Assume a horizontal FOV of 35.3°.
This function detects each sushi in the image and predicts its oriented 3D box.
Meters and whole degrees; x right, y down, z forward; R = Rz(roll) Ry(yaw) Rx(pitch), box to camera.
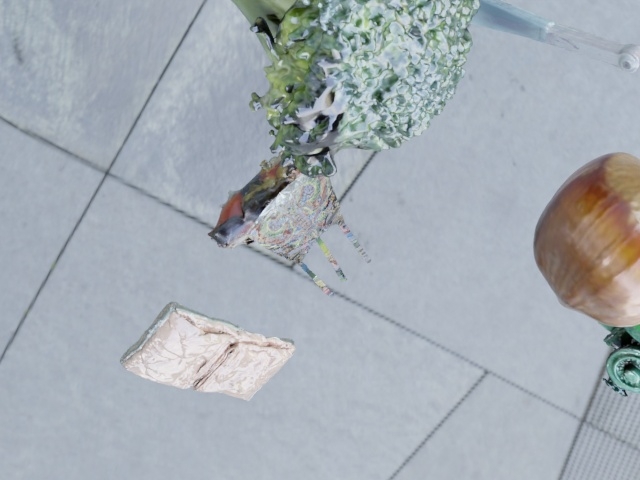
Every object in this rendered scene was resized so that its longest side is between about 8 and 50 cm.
[{"bbox_3d":[-0.077,-0.068,1.580,0.226,0.103,0.097,-38,129,10],"label":"sushi"}]

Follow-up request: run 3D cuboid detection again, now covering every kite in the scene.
[{"bbox_3d":[0.000,0.000,1.550,0.152,0.015,0.285,-45,143,-4],"label":"kite"}]

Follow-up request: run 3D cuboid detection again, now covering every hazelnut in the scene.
[{"bbox_3d":[0.279,0.002,0.941,0.150,0.150,0.150,0,121,1],"label":"hazelnut"}]

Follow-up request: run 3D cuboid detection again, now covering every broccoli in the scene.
[{"bbox_3d":[-0.008,-0.190,0.849,0.263,0.243,0.246,8,116,-55],"label":"broccoli"}]

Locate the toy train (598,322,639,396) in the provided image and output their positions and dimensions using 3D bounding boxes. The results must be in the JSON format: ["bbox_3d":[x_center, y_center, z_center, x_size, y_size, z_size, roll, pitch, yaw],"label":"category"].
[{"bbox_3d":[0.471,0.148,1.159,0.301,0.120,0.202,40,138,8],"label":"toy train"}]

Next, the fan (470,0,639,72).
[{"bbox_3d":[0.160,-0.202,0.916,0.282,0.023,0.057,28,135,25],"label":"fan"}]

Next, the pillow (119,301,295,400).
[{"bbox_3d":[-0.144,0.156,1.343,0.233,0.043,0.126,22,122,-43],"label":"pillow"}]
